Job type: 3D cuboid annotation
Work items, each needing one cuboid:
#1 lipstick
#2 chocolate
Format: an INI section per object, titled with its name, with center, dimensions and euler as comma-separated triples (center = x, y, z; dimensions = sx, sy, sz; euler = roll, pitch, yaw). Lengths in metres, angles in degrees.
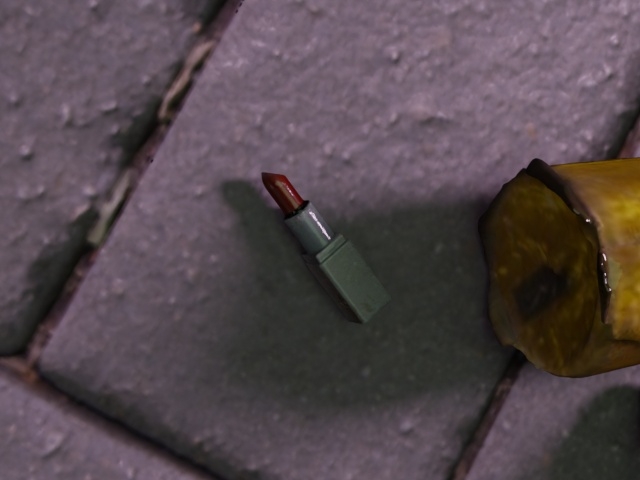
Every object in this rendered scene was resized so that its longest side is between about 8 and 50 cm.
[lipstick]
center = -0.001, 0.000, 1.090
dimensions = 0.030, 0.030, 0.129
euler = -41, 107, -16
[chocolate]
center = 0.346, -0.009, 1.167
dimensions = 0.445, 0.162, 0.162
euler = -9, 96, -23
